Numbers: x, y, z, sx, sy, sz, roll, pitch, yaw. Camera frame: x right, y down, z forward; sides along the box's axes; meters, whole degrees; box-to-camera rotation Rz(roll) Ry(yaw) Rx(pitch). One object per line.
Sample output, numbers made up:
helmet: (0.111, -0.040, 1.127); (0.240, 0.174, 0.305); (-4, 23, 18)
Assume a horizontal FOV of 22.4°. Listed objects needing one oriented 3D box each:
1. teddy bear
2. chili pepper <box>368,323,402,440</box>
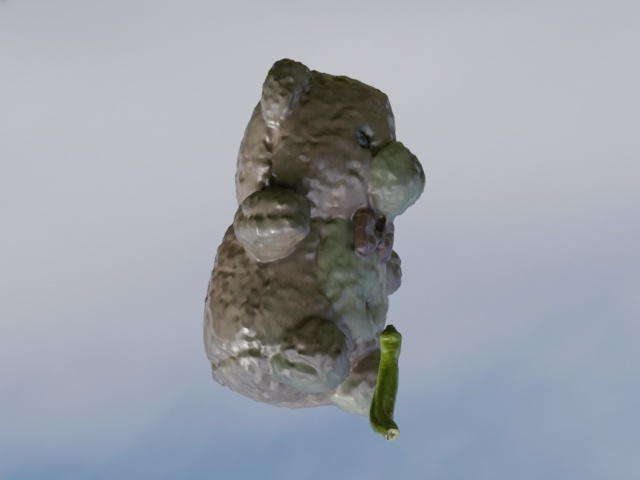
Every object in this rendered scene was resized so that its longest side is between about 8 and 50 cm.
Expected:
teddy bear: (-0.001, 0.001, 1.262); (0.151, 0.267, 0.236); (12, 168, 27)
chili pepper: (0.038, 0.086, 0.949); (0.017, 0.030, 0.083); (7, -128, -2)
